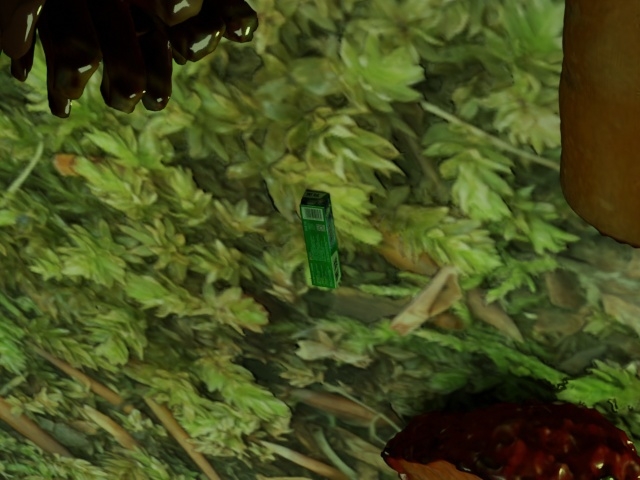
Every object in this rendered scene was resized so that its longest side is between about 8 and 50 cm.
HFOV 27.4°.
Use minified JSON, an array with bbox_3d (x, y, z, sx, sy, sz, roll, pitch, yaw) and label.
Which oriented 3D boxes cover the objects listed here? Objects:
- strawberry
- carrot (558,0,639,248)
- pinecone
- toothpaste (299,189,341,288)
[{"bbox_3d":[0.158,0.170,0.998,0.236,0.111,0.190,16,155,47],"label":"strawberry"},{"bbox_3d":[0.191,-0.122,0.660,0.159,0.159,0.225,3,120,24],"label":"carrot"},{"bbox_3d":[-0.136,-0.180,0.684,0.264,0.264,0.264,14,137,13],"label":"pinecone"},{"bbox_3d":[0.000,0.000,0.955,0.020,0.017,0.083,7,136,17],"label":"toothpaste"}]
